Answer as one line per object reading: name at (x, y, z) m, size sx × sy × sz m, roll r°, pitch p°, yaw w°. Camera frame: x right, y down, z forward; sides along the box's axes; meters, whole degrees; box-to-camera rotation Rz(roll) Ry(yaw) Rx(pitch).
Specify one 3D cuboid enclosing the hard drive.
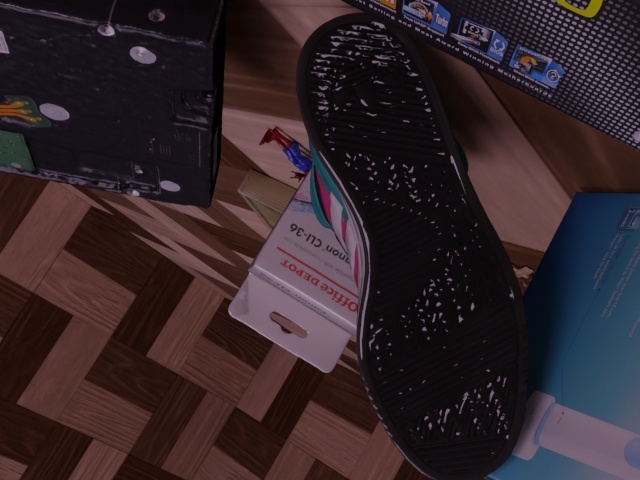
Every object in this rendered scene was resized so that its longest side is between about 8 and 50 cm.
hard drive at (-0.242, -0.129, 0.625) m, size 0.339 × 0.064 × 0.237 m, roll 9°, pitch 154°, yaw -3°

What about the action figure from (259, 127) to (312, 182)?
action figure at (-0.012, -0.076, 0.897) m, size 0.115 × 0.030 × 0.038 m, roll 33°, pitch 164°, yaw -19°

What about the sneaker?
sneaker at (0.060, 0.007, 0.588) m, size 0.124 × 0.295 × 0.178 m, roll -15°, pitch 176°, yaw 7°

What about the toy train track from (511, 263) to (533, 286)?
toy train track at (0.218, 0.046, 0.860) m, size 0.083 × 0.014 × 0.048 m, roll 30°, pitch 169°, yaw 0°

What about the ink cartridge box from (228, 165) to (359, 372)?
ink cartridge box at (0.017, 0.005, 0.725) m, size 0.115 × 0.198 × 0.067 m, roll 31°, pitch 169°, yaw -4°

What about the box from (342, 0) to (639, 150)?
box at (0.104, -0.121, 0.303) m, size 0.270 × 0.060 × 0.216 m, roll 29°, pitch 169°, yaw 8°

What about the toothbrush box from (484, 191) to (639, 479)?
toothbrush box at (0.243, 0.094, 0.484) m, size 0.126 × 0.216 × 0.295 m, roll 35°, pitch 167°, yaw -24°

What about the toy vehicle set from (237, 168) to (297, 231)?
toy vehicle set at (0.000, 0.000, 1.174) m, size 0.166 × 0.035 × 0.267 m, roll 26°, pitch 168°, yaw 22°
